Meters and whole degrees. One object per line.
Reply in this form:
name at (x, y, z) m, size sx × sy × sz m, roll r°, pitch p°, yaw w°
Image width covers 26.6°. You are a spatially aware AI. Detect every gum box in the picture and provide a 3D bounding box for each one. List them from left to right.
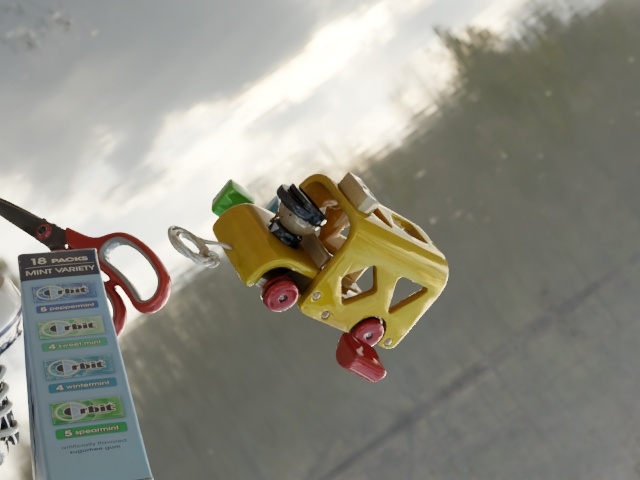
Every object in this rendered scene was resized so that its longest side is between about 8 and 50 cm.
gum box at (-0.104, 0.115, 0.594) m, size 0.041 × 0.157 × 0.184 m, roll -5°, pitch -152°, yaw -15°

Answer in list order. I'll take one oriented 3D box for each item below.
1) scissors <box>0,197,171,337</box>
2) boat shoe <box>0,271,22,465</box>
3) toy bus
scissors at (-0.252, -0.007, 1.337) m, size 0.109 × 0.297 × 0.021 m, roll -47°, pitch 145°, yaw 2°
boat shoe at (-0.316, 0.135, 1.226) m, size 0.127 × 0.158 × 0.340 m, roll -42°, pitch -167°, yaw -29°
toy bus at (0.006, 0.001, 1.046) m, size 0.104 × 0.191 × 0.202 m, roll -51°, pitch 179°, yaw 14°
